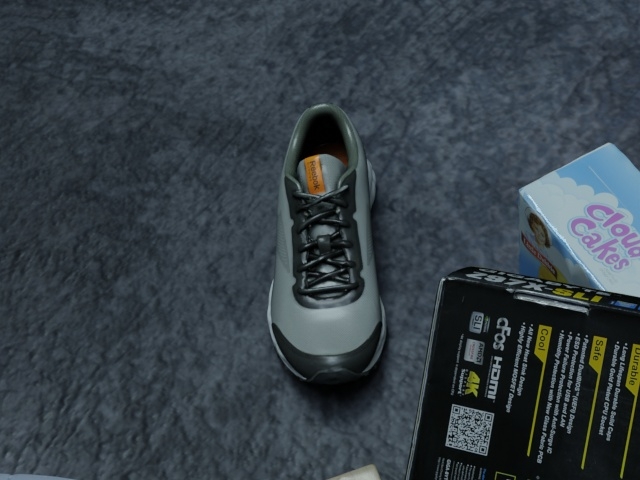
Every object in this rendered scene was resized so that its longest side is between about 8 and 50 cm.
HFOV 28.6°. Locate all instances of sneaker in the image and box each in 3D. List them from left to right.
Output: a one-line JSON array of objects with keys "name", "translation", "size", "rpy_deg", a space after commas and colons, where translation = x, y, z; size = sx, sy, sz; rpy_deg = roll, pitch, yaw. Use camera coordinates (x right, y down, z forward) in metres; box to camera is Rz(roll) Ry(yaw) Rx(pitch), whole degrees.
[{"name": "sneaker", "translation": [0.000, 0.000, 1.061], "size": [0.100, 0.108, 0.272], "rpy_deg": [-6, 53, 4]}]

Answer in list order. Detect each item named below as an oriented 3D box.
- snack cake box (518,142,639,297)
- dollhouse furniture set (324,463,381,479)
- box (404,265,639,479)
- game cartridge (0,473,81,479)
[{"name": "snack cake box", "translation": [0.251, 0.075, 0.922], "size": [0.089, 0.152, 0.264], "rpy_deg": [-26, 52, -10]}, {"name": "dollhouse furniture set", "translation": [0.072, 0.170, 0.901], "size": [0.151, 0.123, 0.144], "rpy_deg": [-18, 51, -3]}, {"name": "box", "translation": [0.177, 0.196, 0.773], "size": [0.257, 0.079, 0.322], "rpy_deg": [10, 95, 17]}, {"name": "game cartridge", "translation": [-0.183, 0.275, 0.916], "size": [0.294, 0.060, 0.196], "rpy_deg": [11, 59, 19]}]
